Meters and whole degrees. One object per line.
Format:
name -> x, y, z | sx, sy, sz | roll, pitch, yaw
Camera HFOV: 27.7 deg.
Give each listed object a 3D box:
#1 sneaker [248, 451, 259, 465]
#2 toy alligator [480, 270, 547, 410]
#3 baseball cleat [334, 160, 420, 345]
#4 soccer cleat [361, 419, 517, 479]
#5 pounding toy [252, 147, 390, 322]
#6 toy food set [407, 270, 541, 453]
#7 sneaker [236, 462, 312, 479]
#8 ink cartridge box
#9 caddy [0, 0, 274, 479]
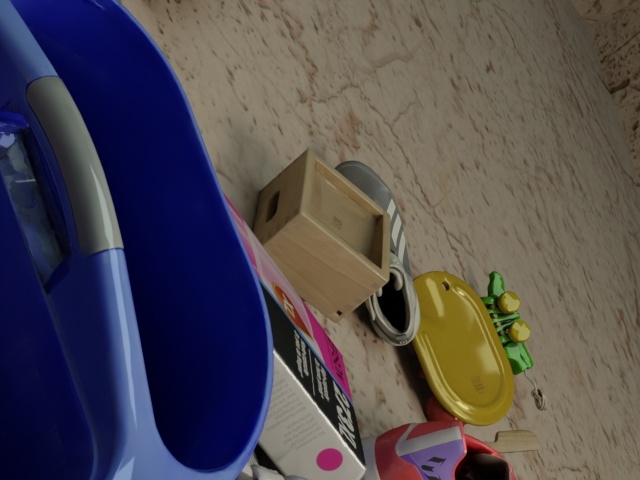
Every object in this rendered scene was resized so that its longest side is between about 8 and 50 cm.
sneaker -> -0.085, 0.140, 0.952 | 0.058, 0.052, 0.135 | -95, 160, -59
toy alligator -> 0.236, 0.131, 1.655 | 0.051, 0.056, 0.190 | -11, 74, -24
baseball cleat -> 0.061, 0.005, 1.338 | 0.109, 0.072, 0.206 | 78, -9, -80
soccer cleat -> 0.153, 0.258, 1.251 | 0.318, 0.116, 0.109 | 40, 33, -45
pounding toy -> 0.000, 0.000, 1.233 | 0.130, 0.100, 0.141 | 39, 29, -21
toy food set -> 0.141, 0.145, 1.421 | 0.128, 0.071, 0.218 | -6, 68, -41
sneaker -> -0.061, 0.238, 0.832 | 0.321, 0.124, 0.180 | 33, 42, -35
ink cartridge box -> -0.050, 0.077, 1.019 | 0.371, 0.069, 0.176 | 57, 8, -24
caddy -> -0.161, -0.001, 0.657 | 0.241, 0.179, 0.341 | -8, 70, -46
